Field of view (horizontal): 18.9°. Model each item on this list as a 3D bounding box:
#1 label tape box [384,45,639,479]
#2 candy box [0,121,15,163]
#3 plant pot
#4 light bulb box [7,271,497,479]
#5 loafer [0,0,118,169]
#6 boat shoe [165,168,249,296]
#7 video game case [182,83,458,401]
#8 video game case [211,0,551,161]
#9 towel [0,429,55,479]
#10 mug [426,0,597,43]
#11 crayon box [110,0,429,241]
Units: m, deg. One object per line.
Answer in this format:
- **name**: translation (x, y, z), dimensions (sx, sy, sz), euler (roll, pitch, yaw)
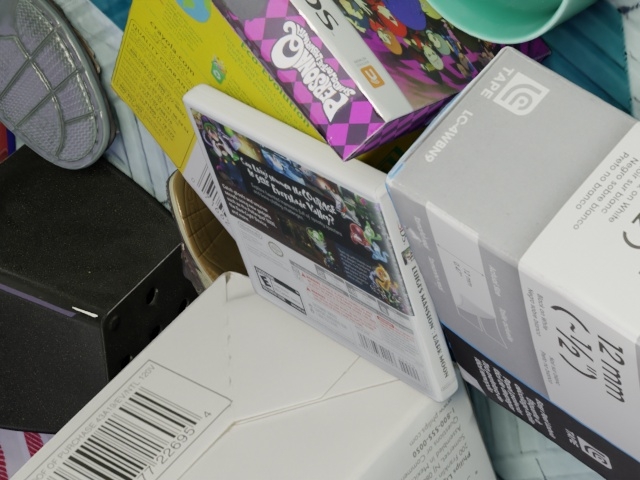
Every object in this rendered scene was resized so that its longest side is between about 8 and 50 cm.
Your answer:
- **label tape box**: translation (0.215, 0.075, 1.032), dimensions (0.347, 0.115, 0.249), euler (37, 165, 29)
- **candy box**: translation (-0.356, 0.019, 1.605), dimensions (0.122, 0.268, 0.317), euler (15, 133, 10)
- **plant pot**: translation (-0.198, 0.049, 1.546), dimensions (0.167, 0.188, 0.187), euler (19, 132, 24)
- **light bulb box**: translation (-0.048, 0.286, 1.328), dimensions (0.225, 0.358, 0.361), euler (22, 145, 40)
- **loafer**: translation (-0.243, -0.176, 1.512), dimensions (0.096, 0.084, 0.267), euler (-40, 88, 24)
- **boat shoe**: translation (-0.085, 0.014, 1.471), dimensions (0.049, 0.056, 0.152), euler (-7, 112, 47)
- **video game case**: translation (0.000, 0.000, 1.203), dimensions (0.190, 0.022, 0.173), euler (29, 149, 43)
- **video game case**: translation (0.012, -0.156, 1.068), dimensions (0.042, 0.232, 0.210), euler (-41, 82, 30)
- **towel**: translation (-0.287, 0.243, 1.923), dimensions (0.329, 0.037, 0.237), euler (23, 133, 39)
- **mug**: translation (0.124, -0.177, 1.025), dimensions (0.157, 0.097, 0.129), euler (32, 138, 31)
- **crayon box**: translation (-0.028, -0.113, 1.228), dimensions (0.202, 0.081, 0.318), euler (51, 157, 8)
